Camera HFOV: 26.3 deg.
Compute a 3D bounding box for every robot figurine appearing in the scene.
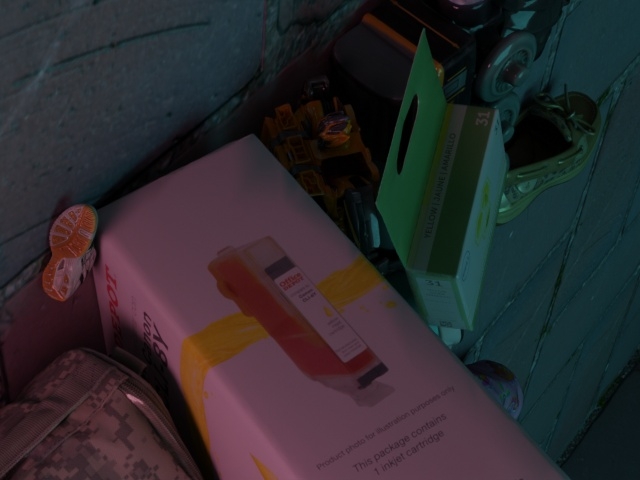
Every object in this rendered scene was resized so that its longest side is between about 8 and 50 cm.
[{"bbox_3d":[0.000,0.000,1.212,0.085,0.211,0.291,-12,140,-10],"label":"robot figurine"}]

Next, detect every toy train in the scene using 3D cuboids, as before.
[{"bbox_3d":[0.096,-0.111,1.346,0.190,0.142,0.334,-36,153,-24],"label":"toy train"}]

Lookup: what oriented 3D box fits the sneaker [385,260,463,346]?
[{"bbox_3d":[0.027,0.094,1.467,0.178,0.123,0.295,-16,-179,-12],"label":"sneaker"}]

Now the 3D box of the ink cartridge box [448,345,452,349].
[{"bbox_3d":[0.142,0.055,1.664,0.127,0.072,0.175,97,10,-48],"label":"ink cartridge box"}]

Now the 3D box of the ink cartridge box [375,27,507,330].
[{"bbox_3d":[0.110,-0.046,1.175,0.235,0.056,0.171,67,35,-61],"label":"ink cartridge box"}]

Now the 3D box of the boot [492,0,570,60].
[{"bbox_3d":[0.206,-0.270,1.415,0.338,0.118,0.222,-13,135,-57],"label":"boot"}]

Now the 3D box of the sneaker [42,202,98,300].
[{"bbox_3d":[-0.178,0.003,0.997,0.083,0.032,0.037,-63,170,31],"label":"sneaker"}]

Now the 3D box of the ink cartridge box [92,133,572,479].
[{"bbox_3d":[-0.011,0.153,1.050,0.160,0.384,0.279,-27,147,-23],"label":"ink cartridge box"}]

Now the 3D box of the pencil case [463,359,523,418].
[{"bbox_3d":[0.224,0.248,2.112,0.124,0.124,0.284,-64,160,9],"label":"pencil case"}]

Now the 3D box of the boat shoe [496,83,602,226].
[{"bbox_3d":[0.288,-0.124,1.797,0.285,0.105,0.089,-43,156,-36],"label":"boat shoe"}]

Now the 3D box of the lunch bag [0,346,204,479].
[{"bbox_3d":[-0.221,0.248,0.980,0.305,0.213,0.256,-44,143,-34],"label":"lunch bag"}]
